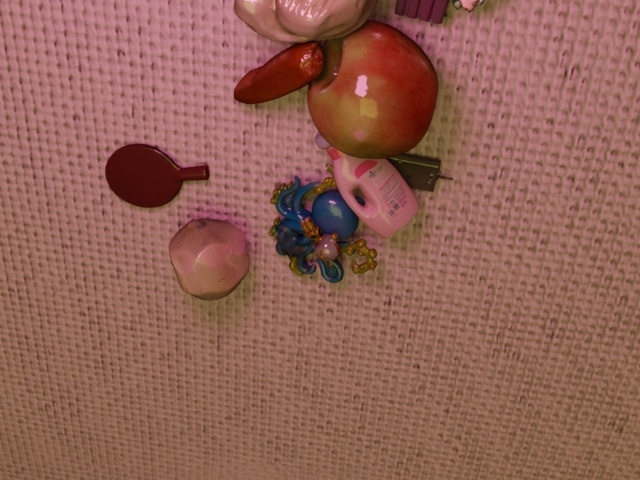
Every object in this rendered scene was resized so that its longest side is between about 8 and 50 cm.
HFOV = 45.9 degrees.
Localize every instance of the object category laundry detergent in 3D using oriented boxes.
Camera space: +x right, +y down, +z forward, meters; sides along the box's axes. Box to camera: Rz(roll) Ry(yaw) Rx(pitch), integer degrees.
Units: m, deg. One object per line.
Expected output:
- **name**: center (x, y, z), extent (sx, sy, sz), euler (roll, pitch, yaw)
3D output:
- **laundry detergent**: center (0.114, -0.166, 1.992), extent (0.159, 0.088, 0.335), euler (-43, 109, -1)

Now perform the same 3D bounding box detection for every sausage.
- **sausage**: center (-0.103, -0.398, 1.839), extent (0.094, 0.097, 0.348), euler (48, 151, -20)

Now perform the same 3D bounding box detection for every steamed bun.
- **steamed bun**: center (-0.035, -0.594, 1.688), extent (0.352, 0.247, 0.339), euler (7, 82, 12)

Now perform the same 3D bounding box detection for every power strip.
- **power strip**: center (0.226, -0.190, 2.042), extent (0.268, 0.034, 0.092), euler (11, 123, 2)

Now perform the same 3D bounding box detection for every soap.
- **soap**: center (0.239, -0.578, 1.707), extent (0.122, 0.065, 0.203), euler (13, 164, 2)

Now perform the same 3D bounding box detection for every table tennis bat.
- **table tennis bat**: center (-0.468, -0.184, 2.156), extent (0.310, 0.038, 0.200), euler (-3, 122, 11)

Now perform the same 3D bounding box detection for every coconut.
- **coconut**: center (-0.319, 0.039, 2.170), extent (0.227, 0.227, 0.230), euler (-1, 122, 10)

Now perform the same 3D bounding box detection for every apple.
- **apple**: center (0.131, -0.351, 1.801), extent (0.277, 0.319, 0.319), euler (18, 126, -27)

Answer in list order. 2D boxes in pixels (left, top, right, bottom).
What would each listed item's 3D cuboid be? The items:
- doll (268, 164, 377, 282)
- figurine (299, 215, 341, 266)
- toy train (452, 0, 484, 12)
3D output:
- **doll**: center (0.000, -0.036, 2.155), extent (0.341, 0.098, 0.346), euler (-25, 109, 36)
- **figurine**: center (0.002, -0.002, 2.072), extent (0.101, 0.068, 0.143), euler (4, 126, 40)
- **toy train**: center (0.383, -0.595, 1.721), extent (0.188, 0.099, 0.072), euler (-30, 110, 26)
